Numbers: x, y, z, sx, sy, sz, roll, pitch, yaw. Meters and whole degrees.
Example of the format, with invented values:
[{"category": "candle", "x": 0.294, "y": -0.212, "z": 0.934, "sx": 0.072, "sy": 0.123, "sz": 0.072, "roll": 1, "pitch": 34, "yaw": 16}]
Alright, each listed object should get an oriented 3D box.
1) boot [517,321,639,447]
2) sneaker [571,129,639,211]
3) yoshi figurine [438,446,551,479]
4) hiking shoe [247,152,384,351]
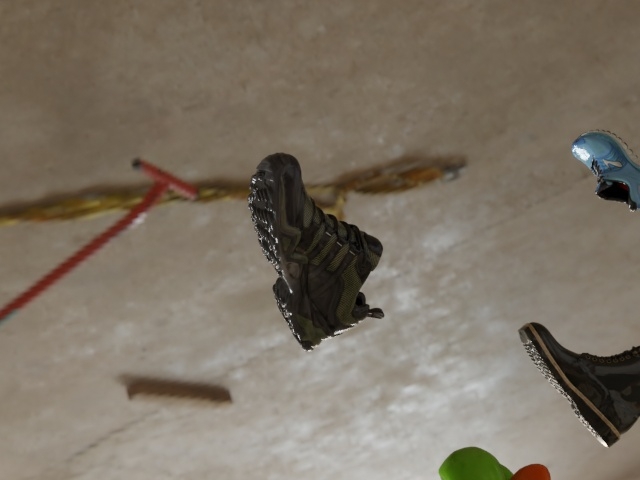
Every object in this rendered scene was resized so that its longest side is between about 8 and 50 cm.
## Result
[{"category": "boot", "x": 0.372, "y": 0.159, "z": 1.703, "sx": 0.137, "sy": 0.198, "sz": 0.077, "roll": -39, "pitch": -175, "yaw": -2}, {"category": "sneaker", "x": 0.395, "y": -0.094, "z": 1.730, "sx": 0.073, "sy": 0.162, "sz": 0.063, "roll": -33, "pitch": 134, "yaw": -14}, {"category": "yoshi figurine", "x": 0.139, "y": 0.338, "z": 0.998, "sx": 0.203, "sy": 0.362, "sz": 0.203, "roll": -6, "pitch": 133, "yaw": -11}, {"category": "hiking shoe", "x": 0.000, "y": 0.000, "z": 1.270, "sx": 0.114, "sy": 0.086, "sz": 0.226, "roll": -21, "pitch": 127, "yaw": -12}]
